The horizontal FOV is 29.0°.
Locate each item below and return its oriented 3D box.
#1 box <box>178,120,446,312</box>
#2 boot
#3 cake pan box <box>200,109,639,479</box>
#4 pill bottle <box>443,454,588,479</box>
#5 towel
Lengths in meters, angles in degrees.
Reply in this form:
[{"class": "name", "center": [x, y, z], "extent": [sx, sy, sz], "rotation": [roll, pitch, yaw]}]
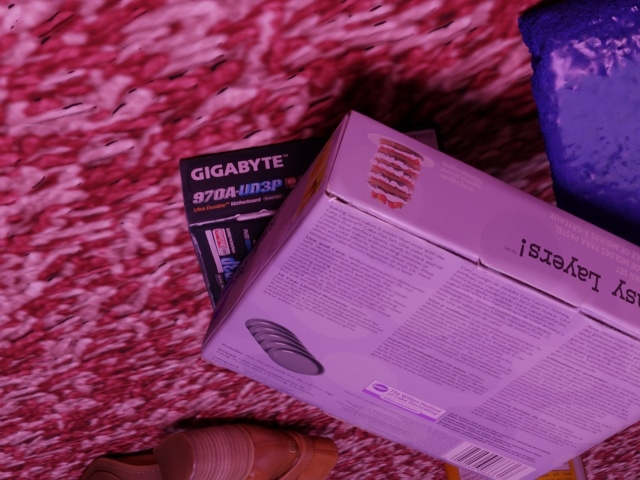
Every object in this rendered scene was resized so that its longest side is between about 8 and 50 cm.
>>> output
[{"class": "box", "center": [0.000, 0.000, 0.893], "extent": [0.175, 0.051, 0.220], "rotation": [-9, 156, -1]}, {"class": "boot", "center": [-0.135, 0.279, 1.425], "extent": [0.220, 0.109, 0.283], "rotation": [8, 143, -43]}, {"class": "cake pan box", "center": [0.082, 0.056, 0.779], "extent": [0.266, 0.070, 0.246], "rotation": [24, 149, -8]}, {"class": "pill bottle", "center": [0.194, 0.228, 1.237], "extent": [0.136, 0.246, 0.136], "rotation": [-8, 156, -4]}, {"class": "towel", "center": [0.285, -0.078, 0.745], "extent": [0.308, 0.076, 0.228], "rotation": [-13, 123, 6]}]
